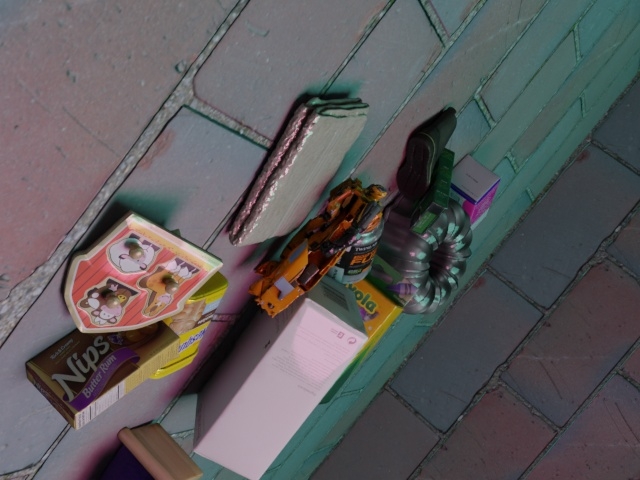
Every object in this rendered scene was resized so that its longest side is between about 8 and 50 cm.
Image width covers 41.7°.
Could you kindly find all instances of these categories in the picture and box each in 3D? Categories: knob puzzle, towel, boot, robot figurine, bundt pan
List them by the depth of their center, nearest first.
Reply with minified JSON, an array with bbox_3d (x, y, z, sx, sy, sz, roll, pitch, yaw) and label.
[{"bbox_3d":[-0.250,0.065,1.112,0.213,0.030,0.213,-16,137,-15],"label":"knob puzzle"},{"bbox_3d":[-0.036,-0.112,1.365,0.187,0.049,0.282,-16,144,-58],"label":"towel"},{"bbox_3d":[0.000,0.000,1.487,0.291,0.085,0.211,-46,-170,13],"label":"robot figurine"},{"bbox_3d":[0.241,-0.186,1.833,0.137,0.077,0.198,-46,165,-31],"label":"boot"},{"bbox_3d":[0.255,0.034,2.018,0.331,0.124,0.330,-27,127,-42],"label":"bundt pan"}]

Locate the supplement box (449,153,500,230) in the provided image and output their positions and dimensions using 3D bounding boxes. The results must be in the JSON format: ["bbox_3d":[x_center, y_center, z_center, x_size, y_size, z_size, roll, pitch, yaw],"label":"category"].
[{"bbox_3d":[0.388,-0.110,2.249,0.114,0.111,0.220,-43,162,-21],"label":"supplement box"}]

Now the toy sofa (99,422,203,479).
[{"bbox_3d":[-0.407,0.537,1.616,0.362,0.150,0.177,-55,156,16],"label":"toy sofa"}]

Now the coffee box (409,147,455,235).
[{"bbox_3d":[0.249,-0.111,1.875,0.113,0.040,0.184,-54,-164,49],"label":"coffee box"}]

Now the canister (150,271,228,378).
[{"bbox_3d":[-0.228,0.128,1.351,0.126,0.073,0.169,-21,145,-56],"label":"canister"}]

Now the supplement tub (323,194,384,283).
[{"bbox_3d":[0.061,-0.007,1.684,0.117,0.117,0.190,-39,159,-30],"label":"supplement tub"}]

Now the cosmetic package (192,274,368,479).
[{"bbox_3d":[-0.086,0.253,1.657,0.385,0.156,0.217,-53,-163,12],"label":"cosmetic package"}]

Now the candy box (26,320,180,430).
[{"bbox_3d":[-0.305,0.168,1.191,0.187,0.109,0.053,-35,157,-35],"label":"candy box"}]

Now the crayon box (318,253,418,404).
[{"bbox_3d":[0.029,0.165,1.812,0.323,0.203,0.083,-52,162,4],"label":"crayon box"}]

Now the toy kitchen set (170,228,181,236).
[{"bbox_3d":[-0.233,0.036,1.174,0.068,0.083,0.075,-11,-173,36],"label":"toy kitchen set"}]
